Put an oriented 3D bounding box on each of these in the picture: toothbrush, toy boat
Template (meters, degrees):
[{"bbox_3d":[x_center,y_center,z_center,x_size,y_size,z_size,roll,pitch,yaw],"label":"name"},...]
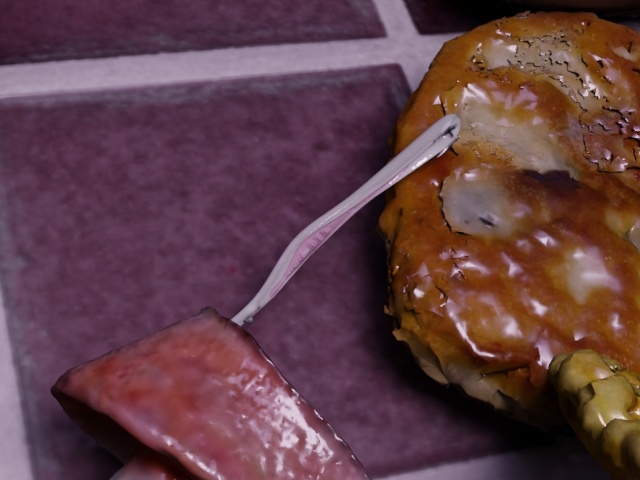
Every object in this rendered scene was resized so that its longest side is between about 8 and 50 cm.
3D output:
[{"bbox_3d":[0.000,0.000,0.639,0.204,0.017,0.022,-40,59,-2],"label":"toothbrush"},{"bbox_3d":[-0.102,0.178,0.511,0.282,0.096,0.206,-38,88,-25],"label":"toy boat"}]

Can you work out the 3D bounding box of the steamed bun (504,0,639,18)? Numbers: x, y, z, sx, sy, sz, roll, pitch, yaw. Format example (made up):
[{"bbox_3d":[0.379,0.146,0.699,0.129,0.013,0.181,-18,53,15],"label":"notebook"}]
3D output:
[{"bbox_3d":[0.190,-0.247,0.797,0.251,0.199,0.301,-17,27,-10],"label":"steamed bun"}]

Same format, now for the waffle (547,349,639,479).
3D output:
[{"bbox_3d":[0.205,0.143,0.500,0.291,0.291,0.051,42,95,15],"label":"waffle"}]

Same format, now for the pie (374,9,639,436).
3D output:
[{"bbox_3d":[0.162,-0.019,0.705,0.308,0.085,0.308,6,56,-9],"label":"pie"}]
